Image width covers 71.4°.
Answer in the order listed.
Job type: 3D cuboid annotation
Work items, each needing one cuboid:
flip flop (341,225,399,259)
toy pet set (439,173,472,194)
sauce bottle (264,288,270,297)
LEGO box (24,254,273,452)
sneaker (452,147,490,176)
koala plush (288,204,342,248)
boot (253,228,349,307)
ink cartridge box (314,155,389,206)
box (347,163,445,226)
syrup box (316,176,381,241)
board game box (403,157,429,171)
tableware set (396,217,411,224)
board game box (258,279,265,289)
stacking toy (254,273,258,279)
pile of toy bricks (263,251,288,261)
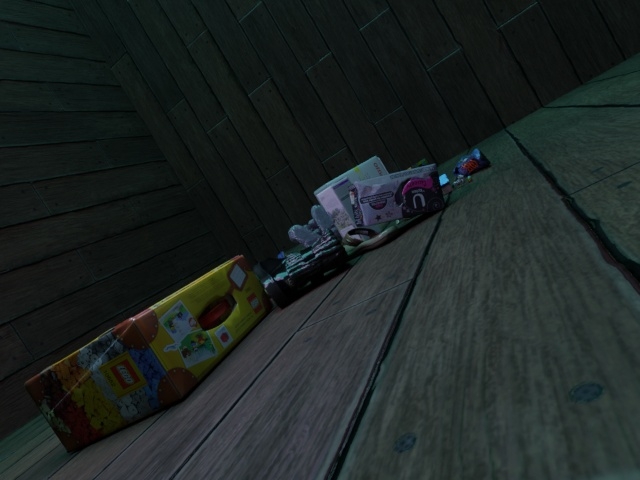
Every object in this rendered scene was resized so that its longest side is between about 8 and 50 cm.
[{"bbox_3d":[0.124,-0.004,1.383,0.112,0.080,0.277,-34,5,-39],"label":"flip flop"},{"bbox_3d":[0.478,-0.221,1.600,0.114,0.065,0.122,-29,3,19],"label":"toy pet set"},{"bbox_3d":[-0.233,0.217,1.575,0.128,0.042,0.042,-33,4,-33],"label":"sauce bottle"},{"bbox_3d":[-0.399,0.258,1.157,0.373,0.193,0.500,-30,4,20],"label":"LEGO box"},{"bbox_3d":[0.578,-0.287,1.714,0.087,0.083,0.221,-44,-1,-3],"label":"sneaker"},{"bbox_3d":[0.000,0.000,1.892,0.196,0.203,0.221,-44,-15,-10],"label":"koala plush"},{"bbox_3d":[-0.059,0.072,1.383,0.260,0.131,0.348,-38,15,-6],"label":"boot"},{"bbox_3d":[0.204,-0.239,2.379,0.385,0.279,0.160,-32,3,-29],"label":"ink cartridge box"},{"bbox_3d":[0.227,-0.132,1.363,0.248,0.141,0.163,-14,3,-5],"label":"box"},{"bbox_3d":[0.099,-0.091,1.538,0.096,0.236,0.093,-34,4,-36],"label":"syrup box"},{"bbox_3d":[0.445,-0.273,1.950,0.048,0.141,0.170,-31,3,41],"label":"board game box"},{"bbox_3d":[0.303,-0.157,1.556,0.128,0.039,0.194,-28,41,33],"label":"tableware set"},{"bbox_3d":[-0.204,0.146,1.706,0.092,0.043,0.181,-59,1,-27],"label":"board game box"},{"bbox_3d":[-0.289,0.161,1.609,0.166,0.175,0.302,-35,2,-32],"label":"stacking toy"},{"bbox_3d":[-0.181,0.132,1.983,0.212,0.118,0.105,-39,-33,29],"label":"pile of toy bricks"}]
